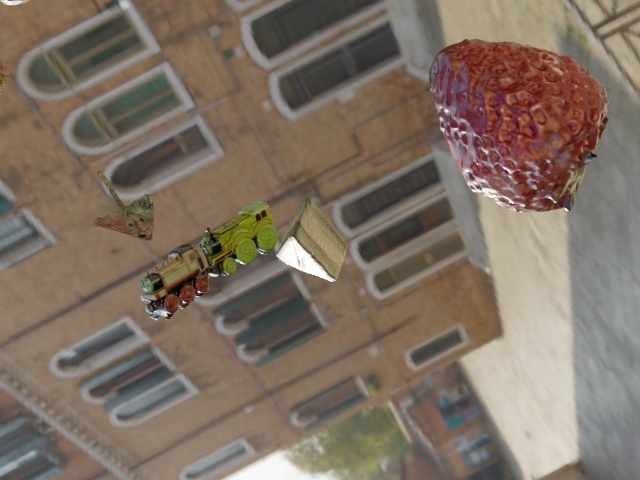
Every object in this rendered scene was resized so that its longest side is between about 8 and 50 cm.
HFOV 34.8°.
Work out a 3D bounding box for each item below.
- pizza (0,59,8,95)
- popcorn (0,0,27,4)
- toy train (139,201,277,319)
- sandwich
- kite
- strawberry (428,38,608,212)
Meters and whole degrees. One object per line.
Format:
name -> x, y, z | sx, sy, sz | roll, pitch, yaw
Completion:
pizza -> -0.624, -0.234, 1.622 | 0.288, 0.074, 0.251 | 10, -124, -36
popcorn -> -0.396, -0.426, 1.324 | 0.276, 0.277, 0.225 | -118, 41, -58
toy train -> -0.163, 0.028, 1.486 | 0.053, 0.250, 0.085 | 2, 119, 47
sandwich -> 0.000, 0.000, 1.681 | 0.114, 0.079, 0.163 | 22, 162, -5
kite -> -0.327, -0.054, 1.675 | 0.152, 0.005, 0.137 | 47, -138, 7
strawberry -> 0.338, -0.199, 1.791 | 0.292, 0.310, 0.291 | -169, 90, -86
